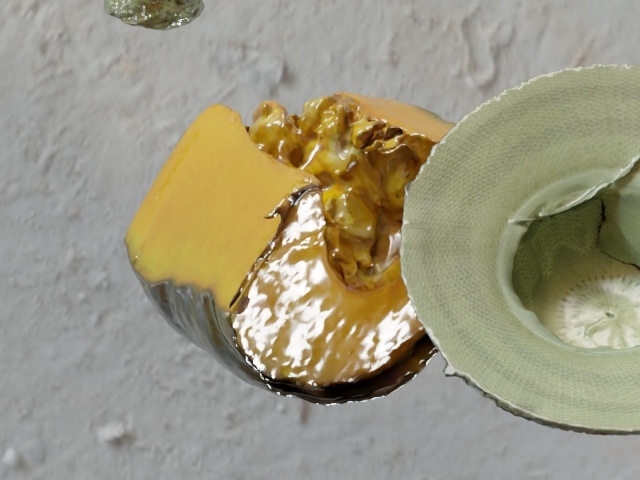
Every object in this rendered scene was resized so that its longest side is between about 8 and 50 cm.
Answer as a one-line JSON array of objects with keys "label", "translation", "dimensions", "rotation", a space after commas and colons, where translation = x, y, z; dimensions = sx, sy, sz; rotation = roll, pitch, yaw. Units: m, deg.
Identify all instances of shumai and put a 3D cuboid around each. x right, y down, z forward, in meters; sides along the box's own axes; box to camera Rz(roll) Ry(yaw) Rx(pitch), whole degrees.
[{"label": "shumai", "translation": [-0.178, -0.284, 1.554], "dimensions": [0.123, 0.099, 0.087], "rotation": [32, 133, 36]}]

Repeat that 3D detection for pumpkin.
[{"label": "pumpkin", "translation": [0.000, 0.000, 1.290], "dimensions": [0.303, 0.225, 0.256], "rotation": [-7, 121, -30]}]

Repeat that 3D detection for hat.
[{"label": "hat", "translation": [0.171, 0.025, 0.856], "dimensions": [0.252, 0.252, 0.110], "rotation": [-7, 146, 7]}]
